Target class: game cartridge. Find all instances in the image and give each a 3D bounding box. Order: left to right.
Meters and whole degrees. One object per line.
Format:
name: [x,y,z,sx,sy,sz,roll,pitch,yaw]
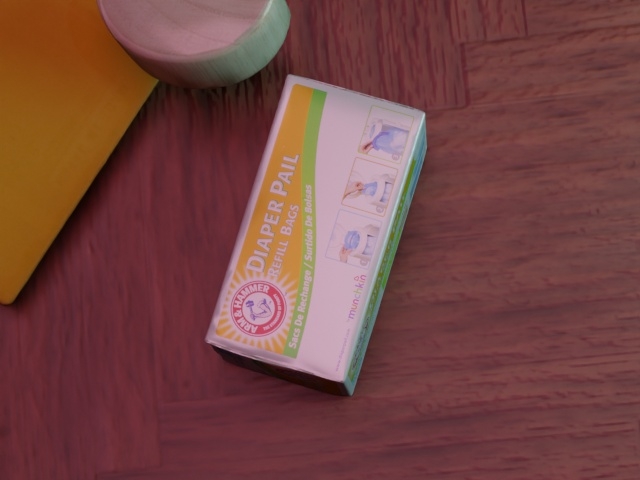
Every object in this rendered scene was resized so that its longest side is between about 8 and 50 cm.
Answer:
game cartridge: [-0.289,-0.154,1.374,0.324,0.053,0.285,35,83,-13]

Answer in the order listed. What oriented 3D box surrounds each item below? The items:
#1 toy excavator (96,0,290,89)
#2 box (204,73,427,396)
toy excavator: [0.011,-0.369,1.362,0.445,0.222,0.433,-20,78,5]
box: [0.000,0.000,1.342,0.103,0.114,0.203,16,83,7]
